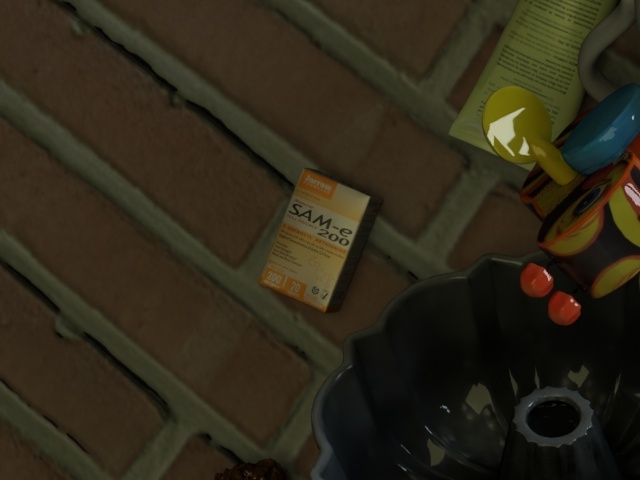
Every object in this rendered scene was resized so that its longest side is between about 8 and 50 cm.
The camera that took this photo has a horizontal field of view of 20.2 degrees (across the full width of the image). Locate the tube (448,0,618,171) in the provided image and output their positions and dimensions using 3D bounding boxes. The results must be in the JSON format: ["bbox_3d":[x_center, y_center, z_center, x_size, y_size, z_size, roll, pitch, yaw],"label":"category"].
[{"bbox_3d":[0.179,-0.170,1.327,0.070,0.062,0.240,39,111,55],"label":"tube"}]

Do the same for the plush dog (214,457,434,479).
[{"bbox_3d":[-0.029,0.287,1.340,0.225,0.210,0.263,4,89,46],"label":"plush dog"}]

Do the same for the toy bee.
[{"bbox_3d":[0.179,-0.026,1.177,0.195,0.298,0.162,44,84,11],"label":"toy bee"}]

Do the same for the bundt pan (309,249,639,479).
[{"bbox_3d":[0.161,0.160,1.222,0.330,0.331,0.124,8,135,20],"label":"bundt pan"}]

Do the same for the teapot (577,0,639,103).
[{"bbox_3d":[0.337,-0.137,1.208,0.252,0.187,0.256,-39,50,-4],"label":"teapot"}]

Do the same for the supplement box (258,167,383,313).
[{"bbox_3d":[0.000,0.000,1.395,0.062,0.036,0.098,23,97,18],"label":"supplement box"}]
